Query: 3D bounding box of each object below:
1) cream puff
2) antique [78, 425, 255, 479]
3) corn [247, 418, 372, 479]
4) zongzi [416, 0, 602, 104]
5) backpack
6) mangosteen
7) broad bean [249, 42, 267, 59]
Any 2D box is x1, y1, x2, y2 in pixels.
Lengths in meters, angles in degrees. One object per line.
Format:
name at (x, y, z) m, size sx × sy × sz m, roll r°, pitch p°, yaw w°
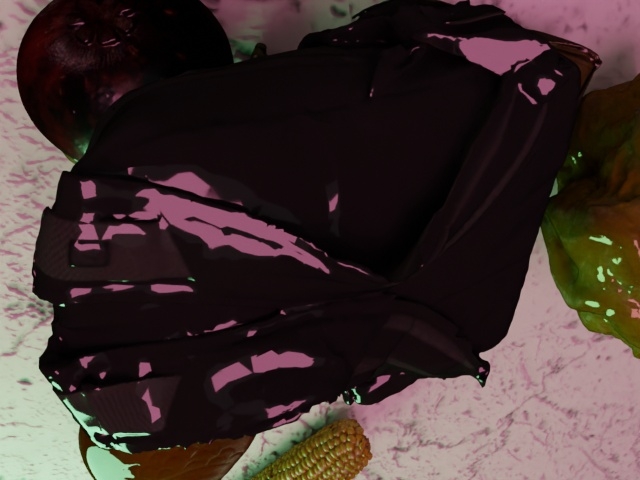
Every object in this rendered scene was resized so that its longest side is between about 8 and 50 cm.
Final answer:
cream puff at (0.361, -0.020, 0.758) m, size 0.274 × 0.270 × 0.323 m, roll -36°, pitch 120°, yaw -16°
antique at (-0.182, 0.213, 0.828) m, size 0.224 × 0.129 × 0.278 m, roll -10°, pitch 125°, yaw -11°
corn at (-0.044, 0.368, 1.001) m, size 0.293 × 0.106 × 0.106 m, roll -40°, pitch 125°, yaw 7°
zongzi at (0.154, -0.128, 0.705) m, size 0.242 × 0.112 × 0.220 m, roll 12°, pitch 99°, yaw -20°
backpack at (0.000, 0.000, 0.532) m, size 0.446 × 0.255 × 0.363 m, roll -17°, pitch 129°, yaw -27°
mangosteen at (-0.164, -0.131, 0.593) m, size 0.200 × 0.199 × 0.199 m, roll -9°, pitch 125°, yaw -13°
broad bean at (-0.025, -0.091, 0.729) m, size 0.052 × 0.052 × 0.256 m, roll -54°, pitch 131°, yaw -32°
